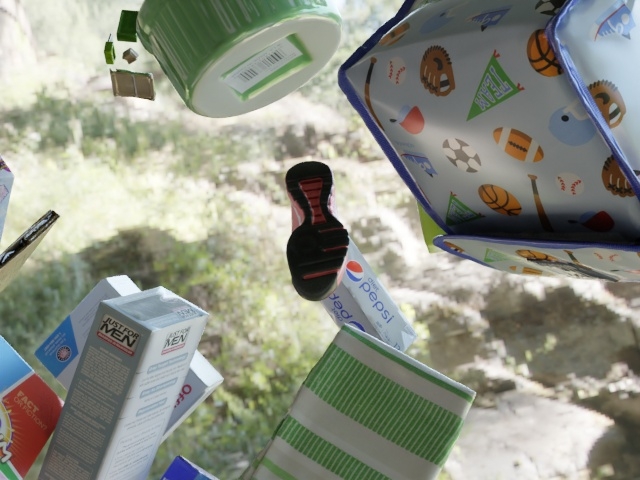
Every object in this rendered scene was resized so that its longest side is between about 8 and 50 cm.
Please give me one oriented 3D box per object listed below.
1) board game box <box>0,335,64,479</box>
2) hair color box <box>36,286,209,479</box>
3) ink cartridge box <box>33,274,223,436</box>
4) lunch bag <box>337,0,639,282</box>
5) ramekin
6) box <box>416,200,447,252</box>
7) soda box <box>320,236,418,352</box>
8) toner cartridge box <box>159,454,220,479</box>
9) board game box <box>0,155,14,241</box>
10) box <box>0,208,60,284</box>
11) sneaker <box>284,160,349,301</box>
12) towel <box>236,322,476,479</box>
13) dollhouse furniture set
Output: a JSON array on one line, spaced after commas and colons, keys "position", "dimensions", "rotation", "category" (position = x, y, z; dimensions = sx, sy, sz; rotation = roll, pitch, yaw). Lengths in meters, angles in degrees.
[{"position": [-0.562, 0.296, 1.702], "dimensions": [0.242, 0.064, 0.317], "rotation": [52, 31, -20], "category": "board game box"}, {"position": [-0.338, 0.277, 1.825], "dimensions": [0.185, 0.113, 0.375], "rotation": [-13, 128, -66], "category": "hair color box"}, {"position": [-0.386, 0.256, 2.182], "dimensions": [0.307, 0.223, 0.129], "rotation": [45, 9, 7], "category": "ink cartridge box"}, {"position": [0.255, -0.100, 1.159], "dimensions": [0.327, 0.239, 0.385], "rotation": [2, -46, 53], "category": "lunch bag"}, {"position": [-0.112, -0.318, 1.637], "dimensions": [0.148, 0.303, 0.303], "rotation": [62, -17, 15], "category": "ramekin"}, {"position": [0.168, -0.041, 1.607], "dimensions": [0.178, 0.042, 0.109], "rotation": [37, 42, -81], "category": "box"}, {"position": [0.069, 0.116, 2.181], "dimensions": [0.098, 0.091, 0.286], "rotation": [-29, -81, 48], "category": "soda box"}, {"position": [-0.286, 0.569, 1.905], "dimensions": [0.075, 0.348, 0.165], "rotation": [24, -14, 44], "category": "toner cartridge box"}, {"position": [-0.691, -0.093, 2.007], "dimensions": [0.319, 0.065, 0.318], "rotation": [48, -47, 30], "category": "board game box"}, {"position": [-0.483, 0.053, 1.617], "dimensions": [0.201, 0.021, 0.164], "rotation": [-43, -172, 37], "category": "box"}, {"position": [0.001, 0.000, 2.005], "dimensions": [0.136, 0.115, 0.314], "rotation": [79, 6, -50], "category": "sneaker"}, {"position": [0.048, 0.299, 1.538], "dimensions": [0.247, 0.325, 0.038], "rotation": [26, -23, 19], "category": "towel"}, {"position": [-0.311, -0.303, 1.771], "dimensions": [0.152, 0.076, 0.059], "rotation": [92, 4, -53], "category": "dollhouse furniture set"}]
